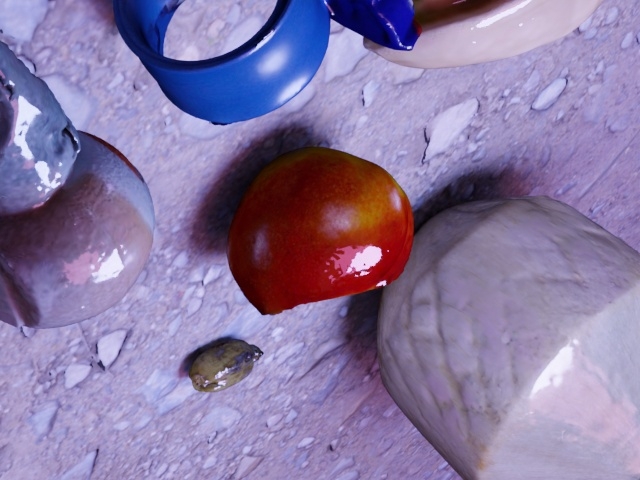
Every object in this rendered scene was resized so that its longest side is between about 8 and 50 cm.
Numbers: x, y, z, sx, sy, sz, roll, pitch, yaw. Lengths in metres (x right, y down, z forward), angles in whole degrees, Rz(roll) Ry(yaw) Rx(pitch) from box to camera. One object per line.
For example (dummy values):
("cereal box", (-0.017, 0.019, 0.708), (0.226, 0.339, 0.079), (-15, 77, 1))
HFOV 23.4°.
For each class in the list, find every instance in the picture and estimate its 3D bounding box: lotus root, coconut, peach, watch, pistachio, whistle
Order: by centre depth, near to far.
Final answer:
("whistle", (-0.240, -0.062, 1.279), (0.189, 0.189, 0.347), (-36, 136, -19))
("watch", (-0.061, -0.196, 1.305), (0.200, 0.196, 0.171), (-49, 143, -10))
("pistachio", (0.164, -0.276, 1.520), (0.318, 0.214, 0.193), (-24, 102, -19))
("peach", (0.000, 0.000, 1.641), (0.190, 0.190, 0.192), (25, 87, -61))
("lotus root", (-0.111, 0.145, 1.820), (0.099, 0.049, 0.054), (-24, 136, -34))
("coconut", (0.271, 0.151, 1.968), (0.345, 0.415, 0.415), (-42, 152, -11))
